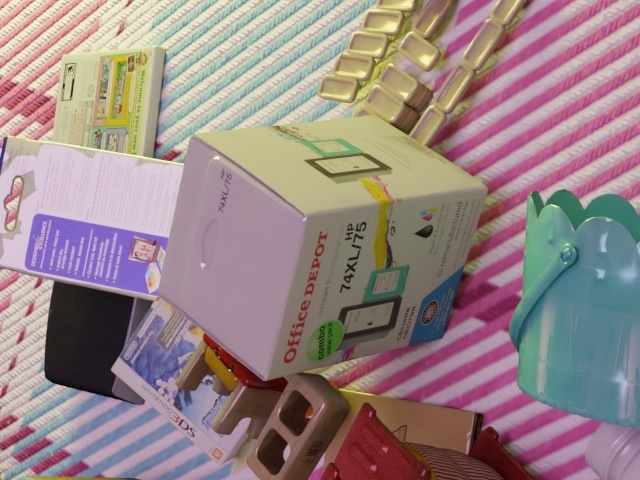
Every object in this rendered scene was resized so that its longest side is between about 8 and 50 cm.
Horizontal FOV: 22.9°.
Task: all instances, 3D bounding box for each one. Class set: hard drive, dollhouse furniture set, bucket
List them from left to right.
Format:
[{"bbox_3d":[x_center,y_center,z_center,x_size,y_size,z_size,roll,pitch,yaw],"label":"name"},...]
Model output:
[{"bbox_3d":[-0.284,0.078,2.089,0.172,0.054,0.254,10,88,33],"label":"hard drive"},{"bbox_3d":[0.039,0.206,1.686,0.374,0.201,0.152,44,110,43],"label":"dollhouse furniture set"},{"bbox_3d":[0.310,0.063,1.459,0.281,0.281,0.183,15,100,41],"label":"bucket"}]

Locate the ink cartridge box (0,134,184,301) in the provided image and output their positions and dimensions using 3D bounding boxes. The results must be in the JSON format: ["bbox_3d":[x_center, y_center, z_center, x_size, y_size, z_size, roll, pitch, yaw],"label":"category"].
[{"bbox_3d":[-0.250,-0.021,2.007,0.371,0.069,0.175,10,89,20],"label":"ink cartridge box"}]

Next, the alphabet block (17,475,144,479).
[{"bbox_3d":[-0.252,0.394,1.919,0.193,0.197,0.192,10,88,41],"label":"alphabet block"}]

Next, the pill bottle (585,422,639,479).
[{"bbox_3d":[0.354,0.249,1.478,0.221,0.124,0.124,45,111,35],"label":"pill bottle"}]

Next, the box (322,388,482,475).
[{"bbox_3d":[0.086,0.260,1.772,0.201,0.021,0.164,5,86,40],"label":"box"}]

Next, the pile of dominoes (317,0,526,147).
[{"bbox_3d":[0.123,-0.223,1.832,0.196,0.040,0.251,41,101,41],"label":"pile of dominoes"}]

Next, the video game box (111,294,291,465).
[{"bbox_3d":[-0.132,0.138,1.908,0.187,0.048,0.205,38,114,10],"label":"video game box"}]

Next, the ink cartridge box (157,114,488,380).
[{"bbox_3d":[0.000,0.000,1.700,0.197,0.270,0.198,36,123,38],"label":"ink cartridge box"}]

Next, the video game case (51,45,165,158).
[{"bbox_3d":[-0.297,-0.157,2.171,0.193,0.023,0.212,1,82,41],"label":"video game case"}]
